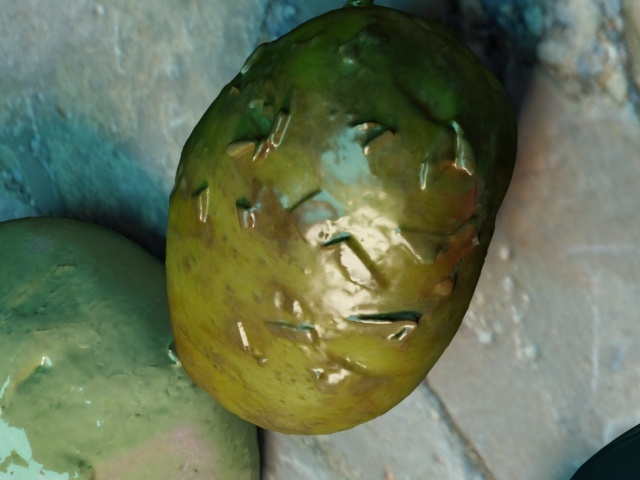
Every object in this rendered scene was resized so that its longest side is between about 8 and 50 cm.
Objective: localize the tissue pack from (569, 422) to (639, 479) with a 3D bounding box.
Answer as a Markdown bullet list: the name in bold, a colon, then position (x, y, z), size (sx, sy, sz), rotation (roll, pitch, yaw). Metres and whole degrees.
- **tissue pack**: position (0.235, 0.144, 0.804), size (0.287, 0.206, 0.198), rotation (-29, 97, 50)

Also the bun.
- **bun**: position (-0.186, 0.134, 1.222), size (0.293, 0.187, 0.293), rotation (25, 127, 38)

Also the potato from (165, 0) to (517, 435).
- **potato**: position (0.000, 0.000, 1.004), size (0.176, 0.141, 0.298), rotation (53, 137, 26)
